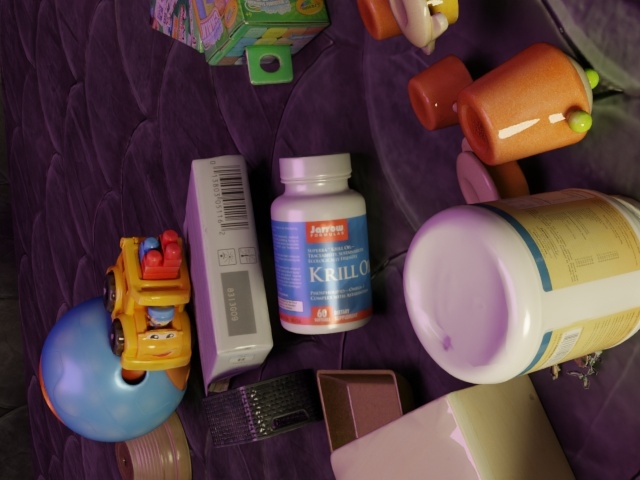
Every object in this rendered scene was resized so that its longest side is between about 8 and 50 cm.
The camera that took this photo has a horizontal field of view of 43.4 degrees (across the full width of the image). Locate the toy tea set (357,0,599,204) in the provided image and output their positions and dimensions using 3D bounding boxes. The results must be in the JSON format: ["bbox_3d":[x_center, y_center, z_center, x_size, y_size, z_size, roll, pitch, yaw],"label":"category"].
[{"bbox_3d":[0.155,-0.183,0.793,0.200,0.124,0.336,82,163,-70],"label":"toy tea set"}]

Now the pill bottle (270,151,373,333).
[{"bbox_3d":[0.000,0.000,1.035,0.124,0.124,0.221,8,106,57],"label":"pill bottle"}]

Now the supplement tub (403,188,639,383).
[{"bbox_3d":[0.187,0.032,0.679,0.144,0.200,0.144,19,114,54],"label":"supplement tub"}]

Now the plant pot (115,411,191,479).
[{"bbox_3d":[-0.382,0.472,1.776,0.237,0.110,0.237,22,116,55],"label":"plant pot"}]

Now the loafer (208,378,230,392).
[{"bbox_3d":[-0.169,0.236,1.453,0.045,0.039,0.125,-86,20,-43],"label":"loafer"}]

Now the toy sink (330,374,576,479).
[{"bbox_3d":[0.142,0.259,0.877,0.234,0.131,0.152,-43,62,47],"label":"toy sink"}]

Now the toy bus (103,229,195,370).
[{"bbox_3d":[-0.288,0.091,1.419,0.211,0.150,0.220,-59,39,46],"label":"toy bus"}]

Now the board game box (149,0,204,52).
[{"bbox_3d":[-0.219,-0.491,1.324,0.213,0.046,0.317,36,127,47],"label":"board game box"}]

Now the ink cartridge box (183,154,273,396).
[{"bbox_3d":[-0.164,0.078,1.345,0.385,0.091,0.308,117,145,-67],"label":"ink cartridge box"}]

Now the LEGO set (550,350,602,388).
[{"bbox_3d":[0.249,0.112,0.776,0.083,0.024,0.054,-175,80,-71],"label":"LEGO set"}]

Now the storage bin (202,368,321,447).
[{"bbox_3d":[-0.095,0.263,1.255,0.180,0.122,0.084,-31,72,56],"label":"storage bin"}]

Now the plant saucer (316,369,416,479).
[{"bbox_3d":[0.076,0.258,1.058,0.188,0.045,0.188,-15,85,58],"label":"plant saucer"}]

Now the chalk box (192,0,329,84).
[{"bbox_3d":[-0.084,-0.316,1.078,0.132,0.133,0.212,-25,78,57],"label":"chalk box"}]

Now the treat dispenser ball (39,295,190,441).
[{"bbox_3d":[-0.401,0.248,1.579,0.288,0.288,0.288,21,116,54],"label":"treat dispenser ball"}]
